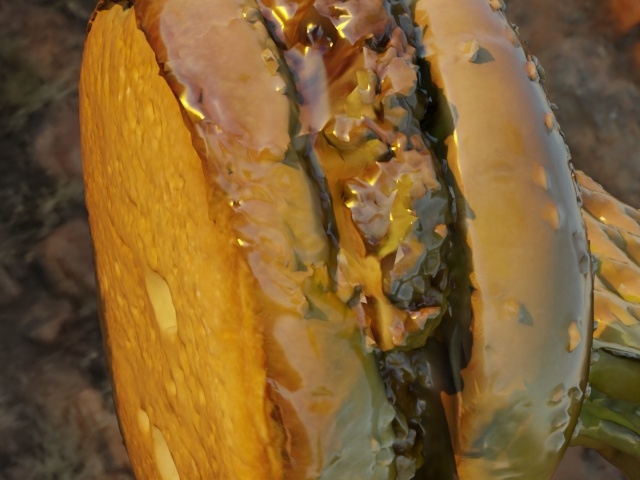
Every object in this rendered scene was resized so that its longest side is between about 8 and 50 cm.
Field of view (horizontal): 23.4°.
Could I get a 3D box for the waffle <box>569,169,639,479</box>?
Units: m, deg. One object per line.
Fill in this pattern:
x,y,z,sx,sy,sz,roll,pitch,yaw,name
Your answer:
0.158,0.049,0.689,0.312,0.060,0.307,38,22,22,waffle

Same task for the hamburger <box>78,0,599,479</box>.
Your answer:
0.001,-0.005,0.429,0.182,0.118,0.191,-133,-147,-53,hamburger
